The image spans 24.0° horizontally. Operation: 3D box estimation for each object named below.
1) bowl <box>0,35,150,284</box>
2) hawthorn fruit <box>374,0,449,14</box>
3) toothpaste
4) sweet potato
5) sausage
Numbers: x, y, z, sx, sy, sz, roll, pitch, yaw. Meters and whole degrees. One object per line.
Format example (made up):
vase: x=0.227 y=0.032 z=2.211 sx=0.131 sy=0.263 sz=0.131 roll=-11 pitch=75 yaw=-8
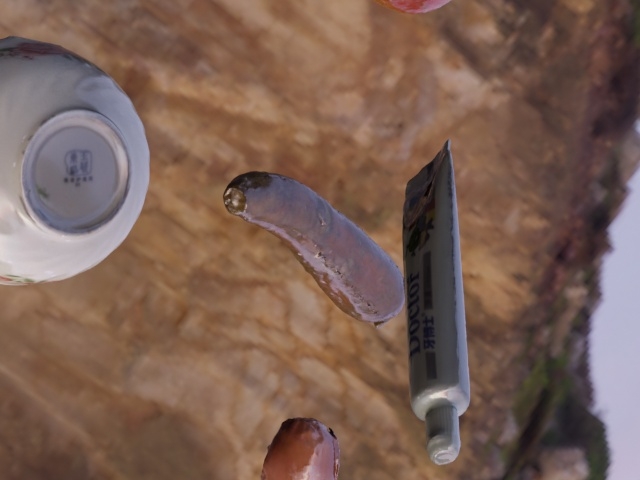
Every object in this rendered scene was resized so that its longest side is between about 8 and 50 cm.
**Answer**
bowl: x=-0.296 y=-0.078 z=1.624 sx=0.145 sy=0.277 sz=0.277 roll=15 pitch=-113 yaw=52
hawthorn fruit: x=0.066 y=-0.212 z=0.979 sx=0.128 sy=0.128 sz=0.128 roll=-48 pitch=-164 yaw=19
toothpaste: x=0.078 y=0.040 z=1.029 sx=0.067 sy=0.037 sz=0.255 roll=-52 pitch=-153 yaw=44
sweet potato: x=0.000 y=0.000 z=1.388 sx=0.075 sy=0.273 sz=0.075 roll=-18 pitch=-126 yaw=26
sausage: x=-0.013 y=0.268 z=1.279 sx=0.078 sy=0.078 sz=0.304 roll=-69 pitch=163 yaw=-45
